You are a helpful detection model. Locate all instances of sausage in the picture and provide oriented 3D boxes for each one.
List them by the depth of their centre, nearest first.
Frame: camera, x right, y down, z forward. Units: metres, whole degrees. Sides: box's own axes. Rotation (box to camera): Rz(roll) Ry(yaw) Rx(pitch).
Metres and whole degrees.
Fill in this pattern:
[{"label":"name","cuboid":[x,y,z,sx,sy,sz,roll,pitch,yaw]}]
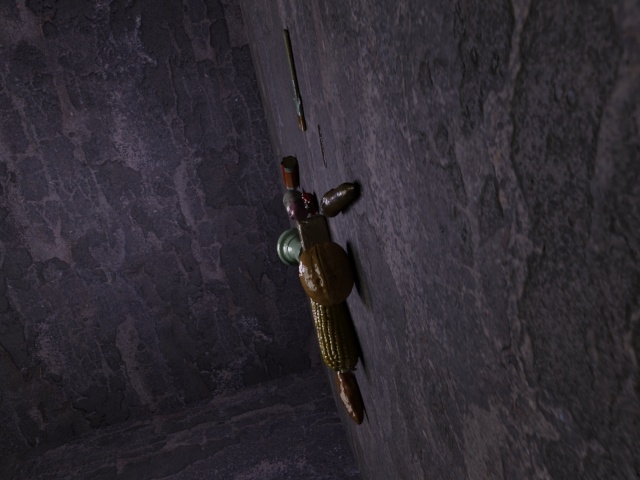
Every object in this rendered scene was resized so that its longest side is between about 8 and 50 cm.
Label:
[{"label":"sausage","cuboid":[-0.149,-0.320,2.267,0.264,0.083,0.083,90,165,-67]}]

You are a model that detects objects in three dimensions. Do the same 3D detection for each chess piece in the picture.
[{"label":"chess piece","cuboid":[-0.086,0.045,2.153,0.299,0.195,0.194,-162,57,-71]}]

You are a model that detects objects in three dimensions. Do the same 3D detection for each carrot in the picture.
[{"label":"carrot","cuboid":[0.043,-0.109,1.196,0.342,0.070,0.070,147,109,-81]}]

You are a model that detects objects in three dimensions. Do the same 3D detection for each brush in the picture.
[{"label":"brush","cuboid":[-0.091,-0.544,1.563,0.085,0.020,0.336,-116,14,-61]}]

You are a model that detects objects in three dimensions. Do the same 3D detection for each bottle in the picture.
[{"label":"bottle","cuboid":[-0.112,-0.162,2.155,0.233,0.110,0.109,-118,15,-66]}]

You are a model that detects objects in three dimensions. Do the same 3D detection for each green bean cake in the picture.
[{"label":"green bean cake","cuboid":[-0.020,-0.001,1.731,0.085,0.109,0.179,-128,26,-75]}]

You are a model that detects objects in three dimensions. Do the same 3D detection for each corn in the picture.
[{"label":"corn","cuboid":[0.044,0.317,1.739,0.144,0.144,0.387,91,162,-66]}]

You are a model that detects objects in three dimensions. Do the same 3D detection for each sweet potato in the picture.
[{"label":"sweet potato","cuboid":[0.135,0.682,2.006,0.097,0.097,0.251,87,162,-58]}]

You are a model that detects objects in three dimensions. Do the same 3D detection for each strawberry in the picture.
[{"label":"strawberry","cuboid":[-0.040,-0.151,1.866,0.152,0.048,0.103,-58,-51,-80]}]

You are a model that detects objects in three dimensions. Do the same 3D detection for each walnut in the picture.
[{"label":"walnut","cuboid":[0.019,0.104,1.389,0.165,0.165,0.197,136,123,-82]}]

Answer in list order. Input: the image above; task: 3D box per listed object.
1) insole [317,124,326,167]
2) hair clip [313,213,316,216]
[{"label":"insole","cuboid":[0.004,-0.287,1.388,0.045,0.002,0.135,-117,15,-61]},{"label":"hair clip","cuboid":[0.002,-0.025,1.824,0.049,0.049,0.172,-125,20,-72]}]
